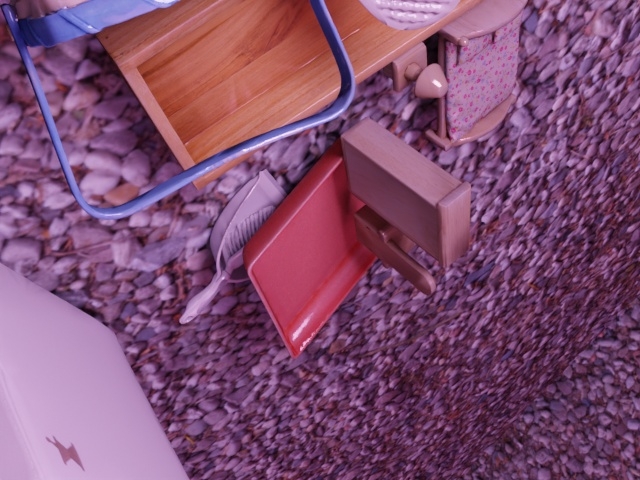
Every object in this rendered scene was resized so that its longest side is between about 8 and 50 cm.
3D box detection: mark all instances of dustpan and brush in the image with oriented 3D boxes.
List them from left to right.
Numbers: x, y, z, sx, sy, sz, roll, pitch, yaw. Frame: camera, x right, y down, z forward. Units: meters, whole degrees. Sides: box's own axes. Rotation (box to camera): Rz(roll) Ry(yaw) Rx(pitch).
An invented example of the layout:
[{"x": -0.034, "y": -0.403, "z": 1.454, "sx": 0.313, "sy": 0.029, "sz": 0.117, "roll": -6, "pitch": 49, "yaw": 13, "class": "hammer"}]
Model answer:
[{"x": -0.112, "y": 0.023, "z": 1.091, "sx": 0.211, "sy": 0.060, "sz": 0.147, "roll": -40, "pitch": 147, "yaw": 1, "class": "dustpan and brush"}]

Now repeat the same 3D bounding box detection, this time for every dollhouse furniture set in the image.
[{"x": 0.219, "y": -0.137, "z": 1.062, "sx": 0.355, "sy": 0.174, "sz": 0.303, "roll": -37, "pitch": 147, "yaw": -19, "class": "dollhouse furniture set"}]

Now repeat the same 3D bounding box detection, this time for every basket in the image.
[{"x": -0.123, "y": -0.186, "z": 0.649, "sx": 0.254, "sy": 0.201, "sz": 0.289, "roll": -29, "pitch": 119, "yaw": -16, "class": "basket"}]

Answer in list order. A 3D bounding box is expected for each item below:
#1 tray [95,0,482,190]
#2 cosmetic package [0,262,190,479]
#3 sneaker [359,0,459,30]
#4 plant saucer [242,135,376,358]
[{"x": -0.006, "y": -0.242, "z": 0.864, "sx": 0.410, "sy": 0.076, "sz": 0.203, "roll": -34, "pitch": 147, "yaw": -6, "class": "tray"}, {"x": -0.393, "y": 0.275, "z": 0.878, "sx": 0.393, "sy": 0.329, "sz": 0.327, "roll": -38, "pitch": 146, "yaw": 0, "class": "cosmetic package"}, {"x": 0.038, "y": -0.331, "z": 0.694, "sx": 0.126, "sy": 0.128, "sz": 0.321, "roll": -20, "pitch": 135, "yaw": 13, "class": "sneaker"}, {"x": 0.000, "y": 0.000, "z": 1.128, "sx": 0.258, "sy": 0.047, "sz": 0.259, "roll": -50, "pitch": 150, "yaw": -19, "class": "plant saucer"}]
